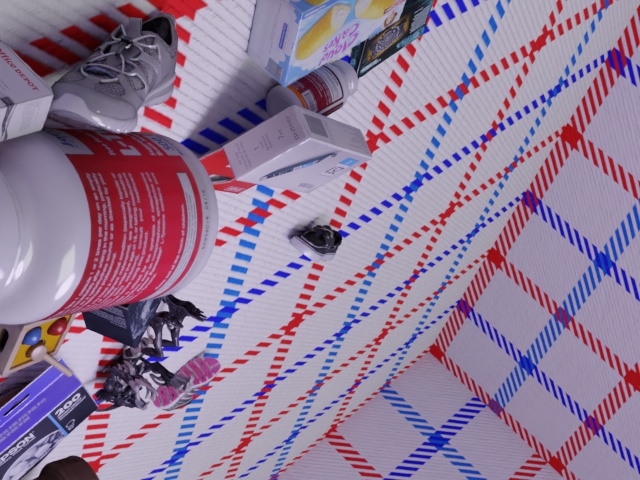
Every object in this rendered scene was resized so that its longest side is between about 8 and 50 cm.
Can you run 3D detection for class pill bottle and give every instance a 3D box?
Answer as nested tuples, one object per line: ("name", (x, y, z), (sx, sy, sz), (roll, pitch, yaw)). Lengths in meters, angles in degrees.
("pill bottle", (-0.319, -0.022, 1.290), (0.229, 0.229, 0.407), (-53, 162, 20))
("pill bottle", (-0.011, -0.242, 1.766), (0.152, 0.086, 0.086), (-34, 158, -35))

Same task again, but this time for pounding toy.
("pounding toy", (-0.429, 0.145, 1.605), (0.130, 0.100, 0.141), (-22, 149, -53))

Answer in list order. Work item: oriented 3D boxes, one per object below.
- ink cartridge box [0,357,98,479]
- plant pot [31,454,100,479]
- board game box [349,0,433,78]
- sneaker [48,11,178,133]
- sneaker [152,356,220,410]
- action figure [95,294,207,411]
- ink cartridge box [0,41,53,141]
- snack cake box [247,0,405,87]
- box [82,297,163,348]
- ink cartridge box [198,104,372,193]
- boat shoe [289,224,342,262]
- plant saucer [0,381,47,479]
("ink cartridge box", (-0.477, 0.306, 1.780), (0.206, 0.045, 0.208), (-41, 161, -16))
("plant pot", (-0.521, 0.541, 1.925), (0.229, 0.263, 0.263), (-7, 141, -35))
("board game box", (0.128, -0.374, 1.899), (0.186, 0.026, 0.126), (-37, 160, -29))
("sneaker", (-0.241, -0.207, 1.255), (0.281, 0.105, 0.115), (-68, 176, -67))
("sneaker", (-0.295, 0.322, 2.368), (0.170, 0.063, 0.075), (-36, 160, -16))
("action figure", (-0.323, 0.243, 2.008), (0.276, 0.141, 0.164), (-58, 163, 24))
("ink cartridge box", (-0.366, -0.149, 1.117), (0.135, 0.099, 0.056), (-26, 153, -47))
("snack cake box", (0.022, -0.356, 1.590), (0.264, 0.089, 0.152), (-36, 158, -31))
("box", (-0.298, 0.059, 1.657), (0.158, 0.093, 0.156), (99, 14, -62))
("ink cartridge box", (-0.082, -0.117, 1.739), (0.261, 0.066, 0.296), (-27, 169, 19))
("boat shoe", (0.000, 0.000, 2.335), (0.076, 0.080, 0.228), (-56, 163, 7))
("plant saucer", (-0.549, 0.347, 1.851), (0.310, 0.050, 0.311), (-41, 161, -18))
